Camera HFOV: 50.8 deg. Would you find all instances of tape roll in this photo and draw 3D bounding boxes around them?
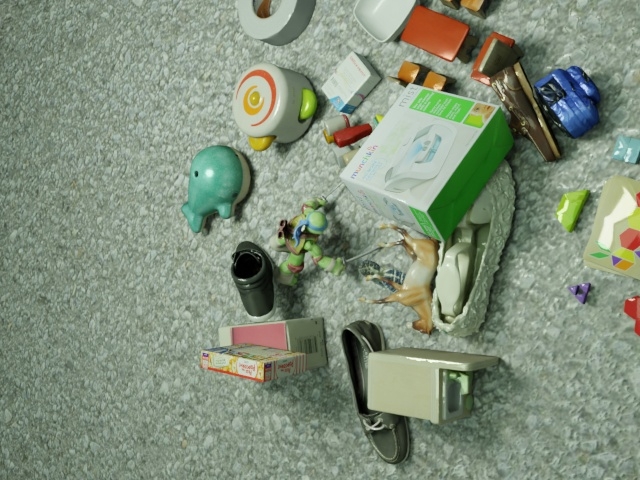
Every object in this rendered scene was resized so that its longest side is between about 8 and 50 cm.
[{"bbox_3d":[-0.118,-0.632,1.783,0.219,0.072,0.219,-3,85,38],"label":"tape roll"}]

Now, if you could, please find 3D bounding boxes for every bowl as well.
[{"bbox_3d":[0.160,-0.540,1.570,0.142,0.053,0.142,-49,60,25],"label":"bowl"}]

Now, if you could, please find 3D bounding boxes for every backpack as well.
[{"bbox_3d":[0.476,-0.261,1.278,0.101,0.098,0.120,-35,66,28],"label":"backpack"}]

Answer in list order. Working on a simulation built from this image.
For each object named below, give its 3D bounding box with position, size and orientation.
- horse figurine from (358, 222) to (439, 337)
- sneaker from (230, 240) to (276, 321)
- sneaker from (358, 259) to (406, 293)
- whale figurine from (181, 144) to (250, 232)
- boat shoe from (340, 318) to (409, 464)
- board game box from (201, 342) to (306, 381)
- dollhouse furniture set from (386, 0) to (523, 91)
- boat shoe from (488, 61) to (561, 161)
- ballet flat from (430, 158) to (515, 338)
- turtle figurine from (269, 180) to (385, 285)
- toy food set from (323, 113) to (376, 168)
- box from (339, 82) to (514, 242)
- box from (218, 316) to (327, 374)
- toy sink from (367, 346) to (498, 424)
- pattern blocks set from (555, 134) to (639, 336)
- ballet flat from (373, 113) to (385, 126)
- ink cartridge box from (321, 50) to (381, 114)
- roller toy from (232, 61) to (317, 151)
[{"bbox_3d":[0.196,0.064,1.487,0.175,0.066,0.263,16,86,14],"label":"horse figurine"},{"bbox_3d":[-0.174,0.055,1.700,0.295,0.105,0.146,-110,8,-52],"label":"sneaker"},{"bbox_3d":[0.153,0.088,1.553,0.135,0.058,0.052,30,82,15],"label":"sneaker"},{"bbox_3d":[-0.317,-0.142,1.873,0.272,0.141,0.216,-46,62,28],"label":"whale figurine"},{"bbox_3d":[0.112,0.347,1.539,0.112,0.096,0.334,-22,75,36],"label":"boat shoe"},{"bbox_3d":[-0.151,0.272,1.530,0.194,0.147,0.045,3,92,38],"label":"board game box"},{"bbox_3d":[0.281,-0.417,1.415,0.259,0.135,0.261,36,110,34],"label":"dollhouse furniture set"},{"bbox_3d":[0.402,-0.243,1.325,0.073,0.073,0.206,-26,90,23],"label":"boat shoe"},{"bbox_3d":[0.304,0.005,1.382,0.147,0.147,0.408,9,93,38],"label":"ballet flat"},{"bbox_3d":[0.000,0.000,1.643,0.197,0.275,0.266,54,142,1],"label":"turtle figurine"},{"bbox_3d":[0.087,-0.225,1.583,0.105,0.111,0.232,-21,44,-5],"label":"toy food set"},{"bbox_3d":[0.215,-0.162,1.363,0.231,0.126,0.262,28,76,39],"label":"box"},{"bbox_3d":[-0.121,0.265,1.693,0.233,0.149,0.126,-11,83,38],"label":"box"},{"bbox_3d":[0.236,0.303,1.409,0.234,0.153,0.131,-1,87,37],"label":"toy sink"},{"bbox_3d":[0.572,-0.016,1.235,0.285,0.026,0.324,35,109,33],"label":"pattern blocks set"},{"bbox_3d":[0.200,-0.198,1.520,0.077,0.077,0.230,-28,73,12],"label":"ballet flat"},{"bbox_3d":[0.074,-0.380,1.631,0.122,0.052,0.088,-46,62,29],"label":"ink cartridge box"},{"bbox_3d":[-0.127,-0.350,1.728,0.209,0.146,0.191,-44,62,29],"label":"roller toy"}]
